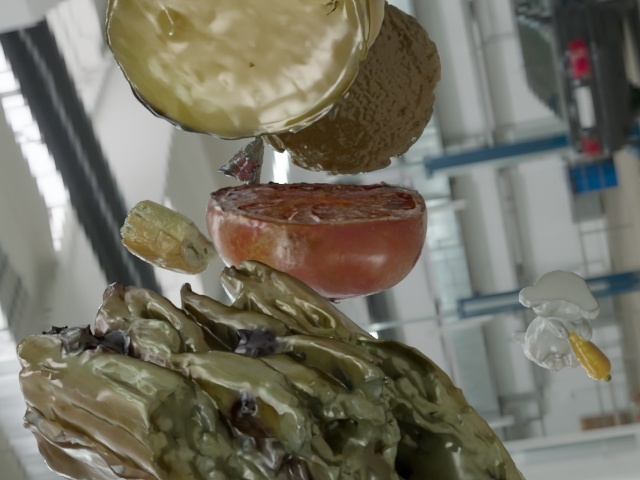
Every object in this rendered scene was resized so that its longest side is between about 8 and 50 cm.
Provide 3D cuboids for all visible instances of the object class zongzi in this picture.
[{"bbox_3d":[-0.110,-0.108,2.125,0.073,0.083,0.067,42,-150,-17],"label":"zongzi"}]

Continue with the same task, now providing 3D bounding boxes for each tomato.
[{"bbox_3d":[0.000,0.000,1.401,0.237,0.236,0.095,-66,-21,-74],"label":"tomato"}]

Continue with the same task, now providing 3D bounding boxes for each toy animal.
[{"bbox_3d":[0.314,0.120,1.770,0.127,0.131,0.182,-76,-9,-45],"label":"toy animal"}]

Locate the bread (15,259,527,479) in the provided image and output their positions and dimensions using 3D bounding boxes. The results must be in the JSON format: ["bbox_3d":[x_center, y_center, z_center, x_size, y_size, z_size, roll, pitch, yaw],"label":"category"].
[{"bbox_3d":[0.016,0.163,0.845,0.191,0.370,0.314,-47,-49,-28],"label":"bread"}]

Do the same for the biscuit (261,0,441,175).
[{"bbox_3d":[0.028,-0.176,1.560,0.042,0.226,0.226,-110,6,-67],"label":"biscuit"}]

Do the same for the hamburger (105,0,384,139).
[{"bbox_3d":[-0.063,-0.260,1.322,0.237,0.276,0.276,-77,-23,-48],"label":"hamburger"}]

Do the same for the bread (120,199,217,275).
[{"bbox_3d":[-0.210,0.002,1.879,0.082,0.106,0.125,-55,-24,-7],"label":"bread"}]
